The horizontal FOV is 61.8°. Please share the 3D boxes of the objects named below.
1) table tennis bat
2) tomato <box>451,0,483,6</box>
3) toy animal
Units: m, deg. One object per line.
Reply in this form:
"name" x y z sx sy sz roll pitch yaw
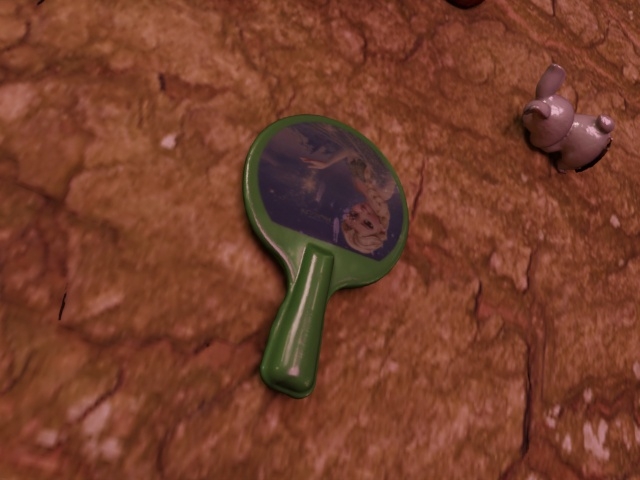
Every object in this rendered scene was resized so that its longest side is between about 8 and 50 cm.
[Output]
"table tennis bat" 0.000 0.000 0.441 0.160 0.039 0.257 24 59 -18
"tomato" 0.183 -0.394 0.670 0.166 0.082 0.174 45 58 -8
"toy animal" 0.284 -0.139 0.639 0.124 0.085 0.071 28 77 -12
